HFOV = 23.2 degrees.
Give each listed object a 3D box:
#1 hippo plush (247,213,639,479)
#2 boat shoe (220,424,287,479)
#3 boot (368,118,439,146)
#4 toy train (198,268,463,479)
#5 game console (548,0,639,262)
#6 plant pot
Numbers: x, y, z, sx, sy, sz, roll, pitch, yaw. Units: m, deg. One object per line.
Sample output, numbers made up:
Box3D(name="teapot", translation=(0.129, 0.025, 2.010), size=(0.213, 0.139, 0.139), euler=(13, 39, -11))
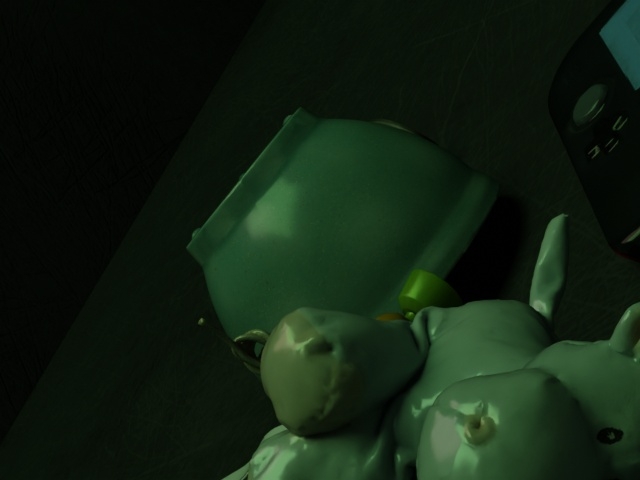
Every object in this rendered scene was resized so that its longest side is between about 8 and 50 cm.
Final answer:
Box3D(name="hippo plush", translation=(0.124, 0.143, 0.952), size=(0.294, 0.234, 0.237), euler=(-16, 16, -29))
Box3D(name="boat shoe", translation=(-0.046, 0.239, 1.438), size=(0.228, 0.080, 0.076), euler=(-38, 39, 42))
Box3D(name="boot", translation=(0.030, 0.000, 1.739), size=(0.263, 0.091, 0.229), euler=(-36, 29, 62))
Box3D(name="toy train", translation=(0.049, 0.078, 1.143), size=(0.143, 0.248, 0.105), euler=(-55, 13, -18))
Box3D(name="game console", translation=(0.332, -0.192, 1.214), size=(0.386, 0.060, 0.342), euler=(-50, 15, 20))
Box3D(name="plant pot", translation=(0.000, 0.000, 1.462), size=(0.293, 0.196, 0.293), euler=(-52, 3, 4))
